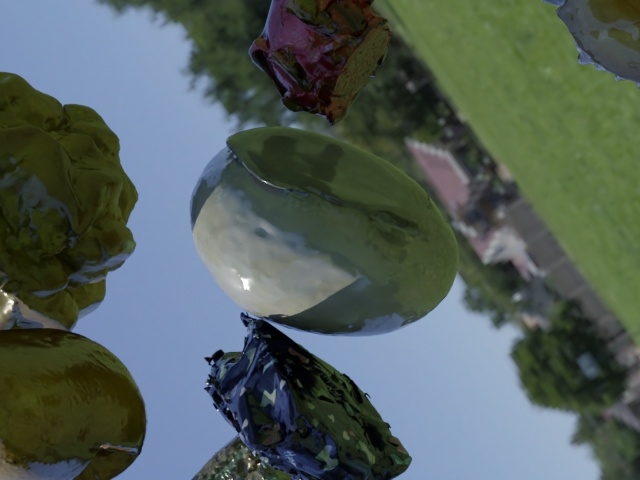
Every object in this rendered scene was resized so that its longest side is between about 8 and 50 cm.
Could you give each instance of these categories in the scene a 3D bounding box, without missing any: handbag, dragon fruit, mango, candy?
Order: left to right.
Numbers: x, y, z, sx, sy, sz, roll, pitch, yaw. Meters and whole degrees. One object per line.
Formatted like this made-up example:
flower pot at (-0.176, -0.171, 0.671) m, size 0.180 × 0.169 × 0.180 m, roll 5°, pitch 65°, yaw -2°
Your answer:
mango at (-0.238, 0.143, 1.291) m, size 0.167 × 0.130 × 0.262 m, roll 23°, pitch -177°, yaw 15°
handbag at (-0.016, 0.170, 1.496) m, size 0.162 × 0.113 × 0.260 m, roll 30°, pitch -175°, yaw -26°
dragon fruit at (-0.002, -0.216, 1.542) m, size 0.207 × 0.150 × 0.133 m, roll 66°, pitch -149°, yaw -19°
candy at (0.000, 0.000, 1.576) m, size 0.295 × 0.185 × 0.295 m, roll 19°, pitch -160°, yaw -7°

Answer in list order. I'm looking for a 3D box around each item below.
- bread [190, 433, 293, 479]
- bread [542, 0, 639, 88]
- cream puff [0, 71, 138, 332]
bread at (-0.063, 0.269, 1.763) m, size 0.102 × 0.138 × 0.196 m, roll 47°, pitch -155°, yaw 10°
bread at (0.385, -0.312, 1.486) m, size 0.236 × 0.388 × 0.183 m, roll 39°, pitch -172°, yaw 3°
cream puff at (-0.318, -0.029, 1.601) m, size 0.257 × 0.324 × 0.291 m, roll -9°, pitch 109°, yaw 55°
